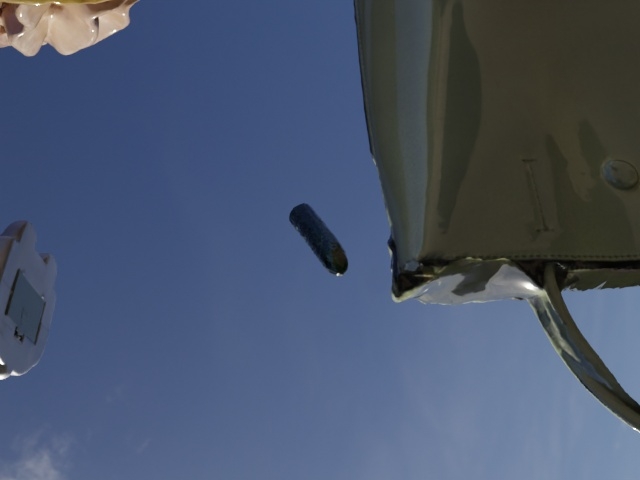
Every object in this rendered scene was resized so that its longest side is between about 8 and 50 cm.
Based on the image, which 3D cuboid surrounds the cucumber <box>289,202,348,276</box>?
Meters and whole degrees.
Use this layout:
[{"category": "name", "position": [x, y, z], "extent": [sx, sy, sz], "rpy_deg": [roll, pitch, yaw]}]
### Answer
[{"category": "cucumber", "position": [0.000, 0.000, 0.792], "extent": [0.032, 0.133, 0.032], "rpy_deg": [-10, -59, -17]}]

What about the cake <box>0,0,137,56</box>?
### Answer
[{"category": "cake", "position": [-0.166, -0.198, 0.424], "extent": [0.185, 0.178, 0.208], "rpy_deg": [-9, -119, -26]}]

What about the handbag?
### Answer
[{"category": "handbag", "position": [0.140, -0.056, 0.371], "extent": [0.109, 0.241, 0.315], "rpy_deg": [95, 168, -53]}]

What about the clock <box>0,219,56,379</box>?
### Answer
[{"category": "clock", "position": [-0.461, 0.057, 0.855], "extent": [0.189, 0.253, 0.189], "rpy_deg": [9, -90, -87]}]
